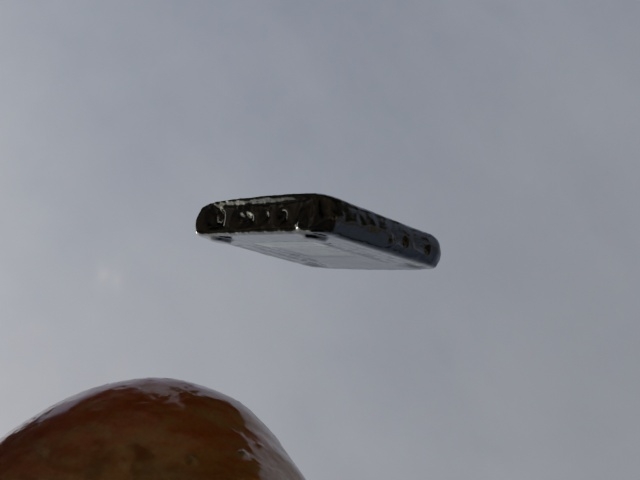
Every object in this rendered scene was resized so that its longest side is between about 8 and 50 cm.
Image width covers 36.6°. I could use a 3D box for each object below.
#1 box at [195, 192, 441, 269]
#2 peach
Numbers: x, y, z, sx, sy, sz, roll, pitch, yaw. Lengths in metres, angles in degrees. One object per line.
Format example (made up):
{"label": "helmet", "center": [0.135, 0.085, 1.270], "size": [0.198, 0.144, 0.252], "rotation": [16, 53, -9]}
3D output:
{"label": "box", "center": [0.000, 0.000, 0.633], "size": [0.126, 0.125, 0.027], "rotation": [-3, -105, 45]}
{"label": "peach", "center": [-0.107, 0.178, 0.512], "size": [0.233, 0.232, 0.232], "rotation": [-5, -107, 17]}
